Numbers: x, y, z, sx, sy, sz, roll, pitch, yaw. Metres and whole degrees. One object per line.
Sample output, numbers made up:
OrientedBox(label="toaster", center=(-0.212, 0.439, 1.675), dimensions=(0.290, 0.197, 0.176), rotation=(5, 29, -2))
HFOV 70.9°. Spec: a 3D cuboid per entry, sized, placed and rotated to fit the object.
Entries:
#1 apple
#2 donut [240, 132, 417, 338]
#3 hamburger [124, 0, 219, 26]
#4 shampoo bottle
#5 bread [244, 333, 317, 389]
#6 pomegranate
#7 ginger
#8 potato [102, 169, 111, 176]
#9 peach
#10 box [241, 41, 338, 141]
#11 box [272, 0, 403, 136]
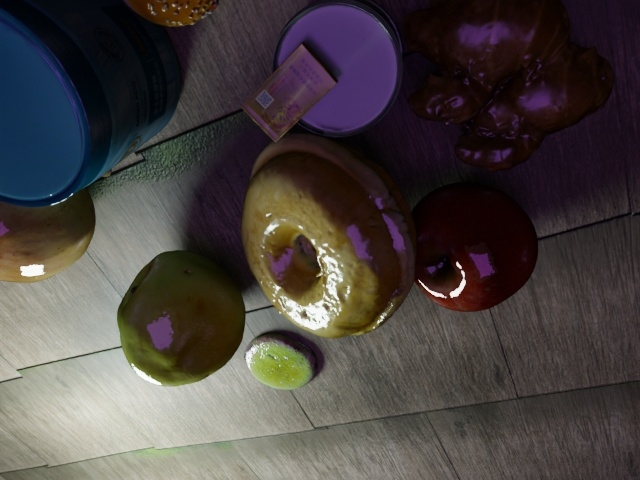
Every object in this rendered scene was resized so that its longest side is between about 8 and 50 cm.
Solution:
OrientedBox(label="apple", center=(0.296, 0.008, 0.914), dimensions=(0.260, 0.216, 0.261), rotation=(30, 137, 32))
OrientedBox(label="donut", center=(0.000, 0.000, 0.924), dimensions=(0.448, 0.198, 0.449), rotation=(25, 132, 32))
OrientedBox(label="hamburger", center=(-0.227, -0.499, 0.712), dimensions=(0.151, 0.227, 0.295), rotation=(43, 126, 11))
OrientedBox(label="shampoo bottle", center=(-0.474, -0.283, 0.820), dimensions=(0.330, 0.343, 0.332), rotation=(5, 122, 7))
OrientedBox(label="bread", center=(-0.123, 0.370, 1.345), dimensions=(0.228, 0.034, 0.229), rotation=(6, 122, 9))
OrientedBox(label="pomegranate", center=(-0.708, -0.042, 1.031), dimensions=(0.337, 0.338, 0.339), rotation=(5, 123, 8))
OrientedBox(label="ginger", center=(0.301, -0.285, 0.774), dimensions=(0.357, 0.152, 0.274), rotation=(40, 115, -16))
OrientedBox(label="potato", center=(-0.551, -0.187, 1.077), dimensions=(0.093, 0.036, 0.037), rotation=(32, 126, -8))
OrientedBox(label="peach", center=(-0.344, 0.190, 1.129), dimensions=(0.315, 0.281, 0.315), rotation=(27, 89, -39))
OrientedBox(label="box", center=(-0.054, -0.250, 0.768), dimensions=(0.089, 0.022, 0.156), rotation=(43, 120, -15))
OrientedBox(label="box", center=(0.036, -0.316, 0.814), dimensions=(0.225, 0.149, 0.226), rotation=(5, 123, 7))
